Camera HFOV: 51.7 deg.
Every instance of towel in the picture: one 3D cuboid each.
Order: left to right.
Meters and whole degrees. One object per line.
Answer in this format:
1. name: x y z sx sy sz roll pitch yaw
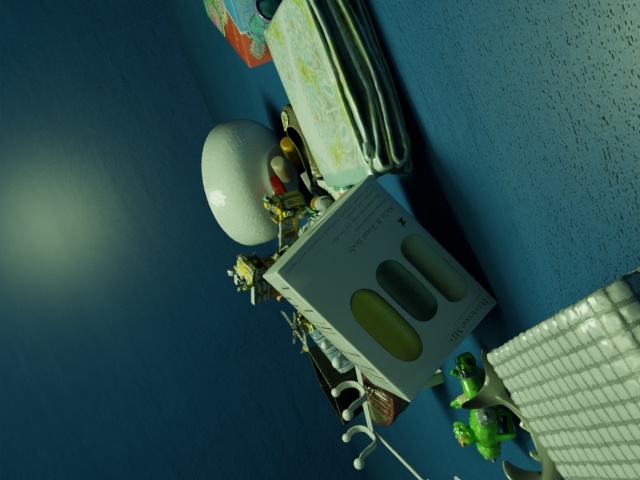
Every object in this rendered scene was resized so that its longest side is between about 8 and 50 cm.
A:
1. towel: 0.022 -0.247 1.091 0.374 0.090 0.320 -168 56 -76
2. towel: 0.296 0.154 0.594 0.235 0.121 0.283 60 167 16

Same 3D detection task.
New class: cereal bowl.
1. cereal bowl: -0.158 -0.163 1.752 0.339 0.141 0.339 31 -126 -55

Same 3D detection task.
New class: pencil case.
1. pencil case: -0.109 -0.444 1.319 0.070 0.064 0.152 50 170 -8

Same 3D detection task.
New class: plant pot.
1. plant pot: 0.088 0.408 2.006 0.188 0.167 0.187 54 165 49

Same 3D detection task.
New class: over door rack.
1. over door rack: 0.112 0.328 1.259 0.324 0.108 0.239 10 116 59

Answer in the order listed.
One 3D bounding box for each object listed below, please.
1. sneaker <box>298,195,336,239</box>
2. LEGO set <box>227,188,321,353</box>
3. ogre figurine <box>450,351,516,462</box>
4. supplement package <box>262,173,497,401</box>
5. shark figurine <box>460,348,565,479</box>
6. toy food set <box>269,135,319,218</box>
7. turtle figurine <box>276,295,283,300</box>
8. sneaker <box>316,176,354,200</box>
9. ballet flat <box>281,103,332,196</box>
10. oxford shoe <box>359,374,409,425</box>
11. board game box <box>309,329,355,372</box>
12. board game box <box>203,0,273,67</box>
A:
1. sneaker: 0.000 0.000 1.545 0.297 0.129 0.111 85 -166 -56
2. LEGO set: -0.073 0.054 1.398 0.331 0.192 0.255 48 144 38
3. ogre figurine: 0.265 0.284 1.101 0.118 0.097 0.197 -100 12 -49
4. supplement package: 0.080 0.072 1.013 0.263 0.199 0.198 45 170 -4
5. shark figurine: 0.314 0.274 0.904 0.278 0.166 0.116 -101 21 -53
6. toy food set: -0.053 -0.134 1.641 0.232 0.111 0.104 59 180 26
7. turtle figurine: -0.023 0.095 1.748 0.087 0.269 0.217 -10 133 40
8. sneaker: 0.038 -0.101 1.397 0.161 0.057 0.075 -155 47 -69
9. ballet flat: -0.036 -0.203 1.524 0.249 0.058 0.084 63 168 11
10. oxford shoe: 0.163 0.223 1.380 0.123 0.130 0.348 33 131 32
11. board game box: 0.098 0.231 1.614 0.194 0.194 0.060 53 173 -13
12. board game box: -0.218 -0.581 1.536 0.316 0.064 0.242 55 165 43
